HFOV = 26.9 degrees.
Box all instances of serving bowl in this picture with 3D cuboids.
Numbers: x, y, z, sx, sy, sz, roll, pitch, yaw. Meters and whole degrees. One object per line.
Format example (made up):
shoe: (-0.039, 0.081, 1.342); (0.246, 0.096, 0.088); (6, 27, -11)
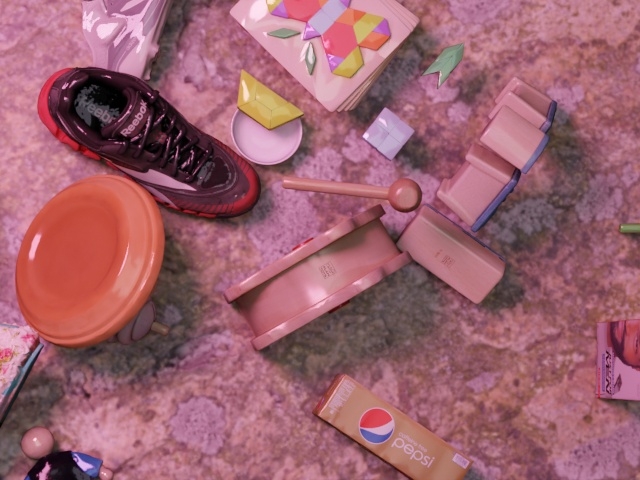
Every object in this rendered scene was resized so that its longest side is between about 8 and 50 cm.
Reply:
serving bowl: (-0.064, -0.127, 1.564); (0.083, 0.027, 0.083); (1, 82, -7)

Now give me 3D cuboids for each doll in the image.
doll: (-0.286, 0.296, 1.484); (0.129, 0.046, 0.189); (-23, 89, -10)

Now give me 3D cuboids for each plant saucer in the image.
plant saucer: (-0.260, 0.017, 1.458); (0.200, 0.037, 0.200); (-12, 65, 27)

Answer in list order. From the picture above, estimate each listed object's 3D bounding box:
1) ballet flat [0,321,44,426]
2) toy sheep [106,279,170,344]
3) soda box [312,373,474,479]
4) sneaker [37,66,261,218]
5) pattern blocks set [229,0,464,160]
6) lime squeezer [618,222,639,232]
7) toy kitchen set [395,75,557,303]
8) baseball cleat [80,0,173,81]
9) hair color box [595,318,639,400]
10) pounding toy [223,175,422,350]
ballet flat: (-0.380, 0.191, 1.450); (0.077, 0.091, 0.241); (26, 95, -5)
toy sheep: (-0.228, 0.072, 1.494); (0.132, 0.091, 0.091); (25, 81, 12)
soda box: (0.082, 0.225, 1.534); (0.181, 0.061, 0.058); (35, 81, -4)
sneaker: (-0.187, -0.109, 1.490); (0.276, 0.135, 0.097); (30, 80, -9)
pattern blocks set: (0.004, -0.255, 1.542); (0.325, 0.026, 0.285); (29, 88, -2)
lime squeezer: (0.514, 0.034, 1.627); (0.310, 0.059, 0.110); (36, 111, -5)
toy kitchen set: (0.209, -0.063, 1.581); (0.122, 0.166, 0.207); (36, 118, -3)
baseball cleat: (-0.214, -0.285, 1.537); (0.109, 0.072, 0.205); (17, 82, -6)
hair color box: (0.365, 0.137, 1.529); (0.053, 0.167, 0.093); (3, 84, -8)
pounding toy: (0.000, 0.000, 1.506); (0.269, 0.154, 0.155); (-30, 89, 13)
